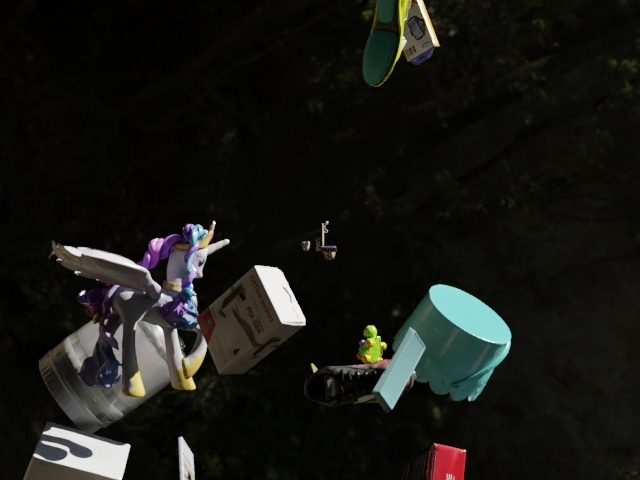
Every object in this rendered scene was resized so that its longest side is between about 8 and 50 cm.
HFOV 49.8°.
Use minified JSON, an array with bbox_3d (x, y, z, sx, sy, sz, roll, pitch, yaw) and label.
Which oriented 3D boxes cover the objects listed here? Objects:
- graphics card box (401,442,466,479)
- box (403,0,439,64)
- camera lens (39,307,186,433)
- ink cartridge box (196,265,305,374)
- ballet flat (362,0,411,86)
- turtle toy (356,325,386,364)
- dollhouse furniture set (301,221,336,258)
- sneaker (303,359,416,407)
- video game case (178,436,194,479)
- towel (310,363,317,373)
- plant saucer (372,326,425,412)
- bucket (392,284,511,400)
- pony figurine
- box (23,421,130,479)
[{"bbox_3d":[0.278,0.678,1.797,0.371,0.094,0.233,105,-3,-64],"label":"graphics card box"},{"bbox_3d":[0.223,-0.483,1.609,0.081,0.028,0.136,-22,-92,44],"label":"box"},{"bbox_3d":[-0.454,0.270,1.552,0.219,0.274,0.219,51,-13,16],"label":"camera lens"},{"bbox_3d":[-0.101,0.113,0.978,0.056,0.135,0.099,12,42,-54],"label":"ink cartridge box"},{"bbox_3d":[0.139,-0.416,1.345,0.077,0.077,0.231,23,-63,35],"label":"ballet flat"},{"bbox_3d":[0.156,0.334,2.176,0.066,0.095,0.130,6,-100,41],"label":"turtle toy"},{"bbox_3d":[0.000,0.000,1.872,0.114,0.090,0.081,73,16,-72],"label":"dollhouse furniture set"},{"bbox_3d":[0.080,0.334,1.597,0.135,0.276,0.098,10,71,-61],"label":"sneaker"},{"bbox_3d":[-0.414,0.711,2.137,0.166,0.015,0.119,-106,-178,-46],"label":"video game case"},{"bbox_3d":[-0.006,0.405,2.034,0.083,0.009,0.060,65,2,34],"label":"towel"},{"bbox_3d":[0.174,0.277,1.488,0.018,0.192,0.067,-9,-57,44],"label":"plant saucer"},{"bbox_3d":[0.346,0.258,1.793,0.183,0.281,0.281,-62,-147,23],"label":"bucket"},{"bbox_3d":[-0.374,0.122,1.397,0.303,0.350,0.364,-170,-92,-68],"label":"pony figurine"},{"bbox_3d":[-0.512,0.498,1.415,0.119,0.181,0.181,-107,-140,-68],"label":"box"}]
